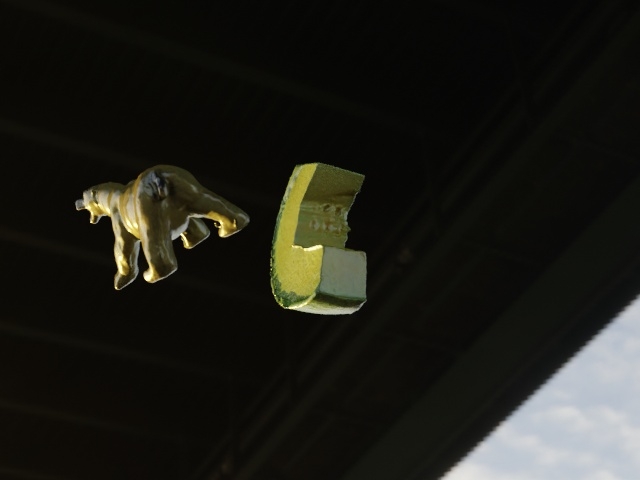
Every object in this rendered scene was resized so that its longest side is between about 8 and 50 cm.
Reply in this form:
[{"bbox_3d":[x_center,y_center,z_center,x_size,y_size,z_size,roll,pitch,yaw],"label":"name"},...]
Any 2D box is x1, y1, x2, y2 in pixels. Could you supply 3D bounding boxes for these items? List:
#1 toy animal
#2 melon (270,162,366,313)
[{"bbox_3d":[-0.162,-0.024,1.281,0.101,0.103,0.219,57,-22,-9],"label":"toy animal"},{"bbox_3d":[0.000,0.000,1.378,0.064,0.209,0.118,18,-38,-20],"label":"melon"}]
